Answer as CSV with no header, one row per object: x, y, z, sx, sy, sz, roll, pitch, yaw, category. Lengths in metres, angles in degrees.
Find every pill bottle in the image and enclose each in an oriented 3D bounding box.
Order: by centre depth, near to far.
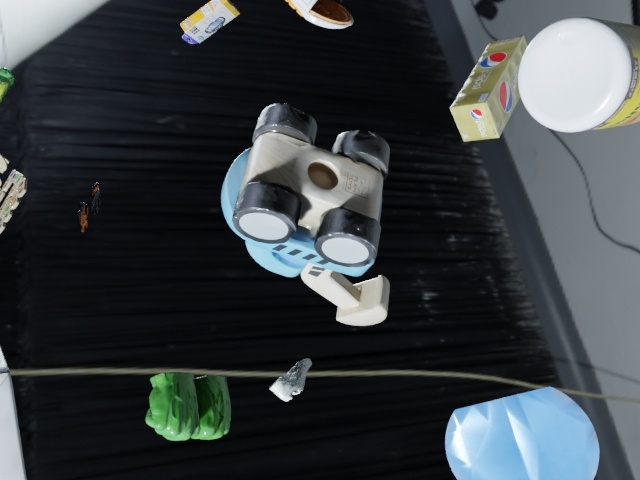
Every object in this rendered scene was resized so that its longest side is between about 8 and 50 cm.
0.319,-0.185,0.782,0.117,0.214,0.117,11,108,40,pill bottle

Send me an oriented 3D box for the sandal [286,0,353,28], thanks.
-0.040,-0.489,1.265,0.265,0.102,0.076,43,133,7,sandal

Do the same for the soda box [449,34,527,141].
0.256,-0.225,1.022,0.058,0.181,0.061,-1,133,40,soda box

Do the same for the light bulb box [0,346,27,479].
-0.592,0.288,1.054,0.361,0.225,0.358,32,126,51,light bulb box

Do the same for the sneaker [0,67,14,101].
-0.821,-0.387,1.638,0.295,0.123,0.109,25,152,29,sneaker

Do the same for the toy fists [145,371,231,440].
-0.295,0.384,1.581,0.096,0.279,0.142,-19,70,18,toy fists

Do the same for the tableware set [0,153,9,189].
-0.733,-0.175,1.479,0.168,0.141,0.020,-42,15,48,tableware set

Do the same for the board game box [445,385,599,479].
0.232,0.236,0.805,0.133,0.168,0.033,68,-161,-6,board game box

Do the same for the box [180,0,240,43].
-0.258,-0.503,1.590,0.028,0.136,0.081,61,-168,10,box

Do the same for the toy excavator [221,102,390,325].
0.000,0.000,1.329,0.445,0.432,0.223,131,152,-56,toy excavator

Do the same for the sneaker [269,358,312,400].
-0.063,0.345,1.713,0.061,0.152,0.054,47,129,7,sneaker

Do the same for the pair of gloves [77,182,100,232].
-0.449,-0.063,1.346,0.074,0.010,0.083,107,-178,-47,pair of gloves

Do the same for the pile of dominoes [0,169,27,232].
-0.793,-0.059,1.669,0.196,0.040,0.251,17,77,53,pile of dominoes
